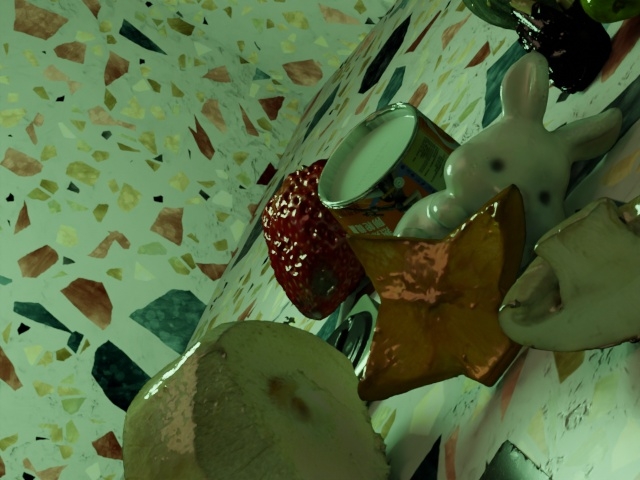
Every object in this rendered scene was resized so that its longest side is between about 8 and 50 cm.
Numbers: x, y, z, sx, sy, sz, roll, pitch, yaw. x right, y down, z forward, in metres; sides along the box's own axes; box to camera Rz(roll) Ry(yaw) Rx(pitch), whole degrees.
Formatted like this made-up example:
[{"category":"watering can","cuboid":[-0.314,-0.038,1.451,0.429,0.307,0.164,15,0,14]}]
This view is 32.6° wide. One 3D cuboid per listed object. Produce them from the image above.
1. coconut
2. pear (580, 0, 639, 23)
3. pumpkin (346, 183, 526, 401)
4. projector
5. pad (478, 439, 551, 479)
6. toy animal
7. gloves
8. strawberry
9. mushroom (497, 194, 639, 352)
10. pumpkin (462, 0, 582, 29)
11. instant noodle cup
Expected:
[{"category":"coconut","cuboid":[-0.122,0.341,1.641,0.404,0.404,0.404,-54,12,17]},{"category":"pear","cuboid":[0.484,-0.447,1.713,0.220,0.187,0.187,-61,12,-9]},{"category":"pumpkin","cuboid":[0.167,0.079,1.497,0.290,0.095,0.258,-13,83,34]},{"category":"projector","cuboid":[0.039,0.236,1.984,0.257,0.079,0.259,-55,13,6]},{"category":"pad","cuboid":[0.161,0.396,1.254,0.330,0.004,0.220,-57,12,2]},{"category":"toy animal","cuboid":[0.268,-0.084,1.618,0.367,0.196,0.241,-53,10,31]},{"category":"gloves","cuboid":[0.386,-0.340,1.818,0.129,0.180,0.106,-50,14,35]},{"category":"strawberry","cuboid":[-0.004,-0.013,2.336,0.310,0.292,0.292,-46,2,-40]},{"category":"mushroom","cuboid":[0.332,0.014,1.236,0.285,0.156,0.151,-36,9,31]},{"category":"pumpkin","cuboid":[0.403,-0.545,2.102,0.328,0.257,0.291,-105,36,-65]},{"category":"instant noodle cup","cuboid":[0.143,-0.083,1.888,0.296,0.214,0.296,-35,30,24]}]
